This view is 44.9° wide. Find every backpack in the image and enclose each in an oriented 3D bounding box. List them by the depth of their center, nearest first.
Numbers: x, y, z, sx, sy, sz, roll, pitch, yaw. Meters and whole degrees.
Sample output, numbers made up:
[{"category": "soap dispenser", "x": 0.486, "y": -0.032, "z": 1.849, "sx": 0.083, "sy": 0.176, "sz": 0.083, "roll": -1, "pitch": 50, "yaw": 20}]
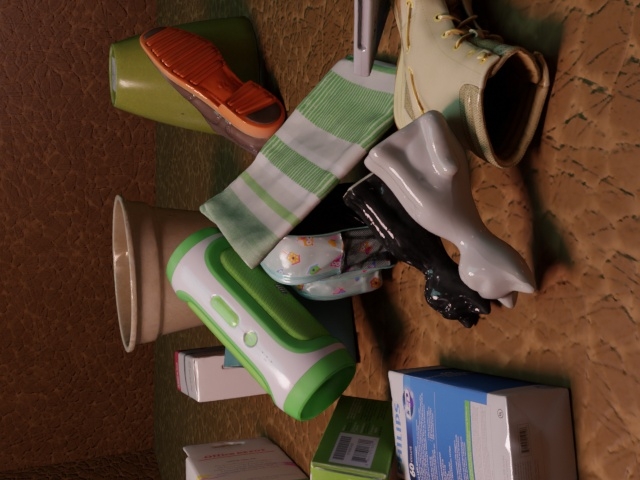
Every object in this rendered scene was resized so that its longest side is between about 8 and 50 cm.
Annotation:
[{"category": "backpack", "x": 0.000, "y": 0.000, "z": 1.097, "sx": 0.166, "sy": 0.188, "sz": 0.144, "roll": -130, "pitch": 41, "yaw": -57}]

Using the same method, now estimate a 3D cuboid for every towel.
[{"category": "towel", "x": -0.020, "y": -0.123, "z": 1.051, "sx": 0.038, "sy": 0.325, "sz": 0.248, "roll": 46, "pitch": 177, "yaw": -28}]

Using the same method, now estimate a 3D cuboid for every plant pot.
[{"category": "plant pot", "x": -0.051, "y": 0.091, "z": 1.279, "sx": 0.165, "sy": 0.166, "sz": 0.234, "roll": -20, "pitch": 66, "yaw": 59}, {"category": "plant pot", "x": -0.280, "y": 0.061, "z": 1.691, "sx": 0.334, "sy": 0.306, "sz": 0.333, "roll": 177, "pitch": 90, "yaw": -70}, {"category": "plant pot", "x": -0.316, "y": -0.365, "z": 1.734, "sx": 0.275, "sy": 0.294, "sz": 0.274, "roll": 176, "pitch": 90, "yaw": -70}]

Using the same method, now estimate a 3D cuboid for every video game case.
[{"category": "video game case", "x": 0.074, "y": -0.327, "z": 0.878, "sx": 0.193, "sy": 0.023, "sz": 0.212, "roll": 86, "pitch": -161, "yaw": -65}]

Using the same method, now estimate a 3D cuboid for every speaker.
[{"category": "speaker", "x": -0.087, "y": 0.112, "z": 1.095, "sx": 0.296, "sy": 0.131, "sz": 0.131, "roll": 43, "pitch": 139, "yaw": 24}]

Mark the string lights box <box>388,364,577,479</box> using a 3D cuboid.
[{"category": "string lights box", "x": 0.165, "y": 0.216, "z": 0.850, "sx": 0.260, "sy": 0.077, "sz": 0.133, "roll": 171, "pitch": 95, "yaw": -70}]

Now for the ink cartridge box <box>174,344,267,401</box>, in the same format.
[{"category": "ink cartridge box", "x": -0.227, "y": 0.299, "z": 1.779, "sx": 0.237, "sy": 0.172, "sz": 0.100, "roll": 170, "pitch": 96, "yaw": -69}]

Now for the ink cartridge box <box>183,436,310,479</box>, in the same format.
[{"category": "ink cartridge box", "x": -0.152, "y": 0.511, "z": 1.563, "sx": 0.353, "sy": 0.207, "sz": 0.119, "roll": -169, "pitch": 78, "yaw": -70}]

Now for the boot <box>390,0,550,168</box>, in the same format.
[{"category": "boot", "x": 0.149, "y": -0.216, "z": 0.795, "sx": 0.203, "sy": 0.095, "sz": 0.261, "roll": -139, "pitch": 48, "yaw": -63}]

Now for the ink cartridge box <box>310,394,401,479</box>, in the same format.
[{"category": "ink cartridge box", "x": 0.050, "y": 0.367, "z": 1.039, "sx": 0.189, "sy": 0.097, "sz": 0.255, "roll": -49, "pitch": -37, "yaw": -69}]

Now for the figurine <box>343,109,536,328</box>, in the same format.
[{"category": "figurine", "x": 0.130, "y": -0.007, "z": 0.821, "sx": 0.209, "sy": 0.092, "sz": 0.215, "roll": 56, "pitch": 166, "yaw": 7}]

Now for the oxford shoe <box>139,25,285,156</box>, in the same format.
[{"category": "oxford shoe", "x": -0.232, "y": -0.297, "z": 1.569, "sx": 0.364, "sy": 0.130, "sz": 0.132, "roll": 42, "pitch": 148, "yaw": 15}]
